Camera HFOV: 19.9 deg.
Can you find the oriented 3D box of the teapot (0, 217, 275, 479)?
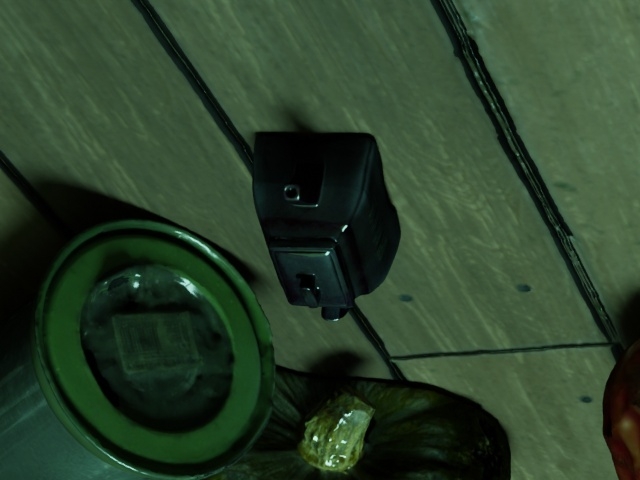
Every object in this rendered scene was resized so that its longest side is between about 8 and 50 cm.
[{"bbox_3d":[-0.197,0.163,1.435,0.200,0.270,0.337,-4,161,-38],"label":"teapot"}]

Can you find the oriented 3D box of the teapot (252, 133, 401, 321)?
[{"bbox_3d":[0.000,0.000,1.270,0.087,0.096,0.177,2,146,14],"label":"teapot"}]

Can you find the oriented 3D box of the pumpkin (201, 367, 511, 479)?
[{"bbox_3d":[0.002,0.194,1.533,0.317,0.139,0.222,11,150,5],"label":"pumpkin"}]

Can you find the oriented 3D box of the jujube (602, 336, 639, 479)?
[{"bbox_3d":[0.306,0.157,1.356,0.174,0.174,0.250,-10,139,29],"label":"jujube"}]
